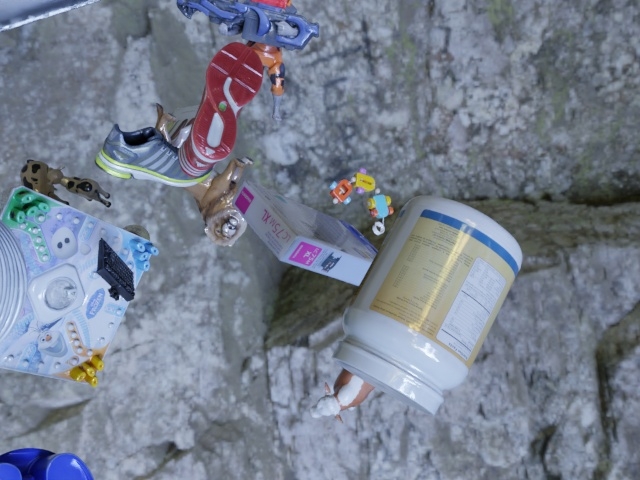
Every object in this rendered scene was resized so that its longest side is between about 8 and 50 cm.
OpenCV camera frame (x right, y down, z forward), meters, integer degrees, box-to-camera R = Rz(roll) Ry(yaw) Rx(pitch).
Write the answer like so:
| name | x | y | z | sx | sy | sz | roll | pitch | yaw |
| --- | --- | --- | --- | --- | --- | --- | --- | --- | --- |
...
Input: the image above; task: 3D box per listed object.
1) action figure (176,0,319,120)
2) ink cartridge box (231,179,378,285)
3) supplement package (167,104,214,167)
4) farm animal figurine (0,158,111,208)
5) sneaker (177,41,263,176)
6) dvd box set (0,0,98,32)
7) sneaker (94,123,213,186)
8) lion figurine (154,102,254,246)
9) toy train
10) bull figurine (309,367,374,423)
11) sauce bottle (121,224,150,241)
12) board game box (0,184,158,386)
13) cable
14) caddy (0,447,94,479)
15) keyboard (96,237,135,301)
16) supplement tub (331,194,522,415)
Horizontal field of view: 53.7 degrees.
| name | x | y | z | sx | sy | sz | roll | pitch | yaw |
| --- | --- | --- | --- | --- | --- | --- | --- | --- | --- |
| action figure | -0.182 | -0.493 | 1.526 | 0.178 | 0.341 | 0.330 | -78 | -170 | -66 |
| ink cartridge box | 0.000 | 0.000 | 1.169 | 0.311 | 0.065 | 0.186 | 18 | 22 | -46 |
| supplement package | -0.426 | -0.319 | 2.066 | 0.149 | 0.194 | 0.203 | 49 | 57 | -36 |
| farm animal figurine | -0.835 | -0.132 | 1.922 | 0.326 | 0.330 | 0.172 | 53 | 4 | 33 |
| sneaker | -0.167 | -0.195 | 0.963 | 0.128 | 0.087 | 0.221 | -29 | -145 | 51 |
| dvd box set | -0.379 | -0.291 | 0.695 | 0.420 | 0.308 | 0.062 | 42 | -28 | 51 |
| sneaker | -0.399 | -0.214 | 1.581 | 0.111 | 0.300 | 0.121 | 55 | -50 | 37 |
| lion figurine | -0.343 | -0.174 | 1.736 | 0.240 | 0.392 | 0.142 | -53 | -179 | 17 |
| toy train | 0.089 | -0.091 | 1.451 | 0.166 | 0.046 | 0.125 | 43 | 60 | -17 |
| bull figurine | 0.096 | 0.344 | 1.606 | 0.310 | 0.101 | 0.188 | -47 | 168 | -15 |
| sauce bottle | -0.600 | 0.017 | 1.981 | 0.344 | 0.111 | 0.111 | -149 | -128 | -77 |
| board game box | -0.599 | 0.125 | 1.454 | 0.390 | 0.050 | 0.390 | 31 | 80 | -49 |
| cable | -0.584 | 0.070 | 0.968 | 0.089 | 0.257 | 0.257 | 48 | 33 | -78 |
| caddy | -0.551 | 0.562 | 1.191 | 0.179 | 0.241 | 0.341 | -38 | -122 | 48 |
| keyboard | -0.428 | 0.077 | 1.333 | 0.180 | 0.023 | 0.108 | 79 | 6 | -65 |
| supplement tub | 0.112 | 0.069 | 0.680 | 0.199 | 0.144 | 0.144 | -60 | 165 | -12 |
